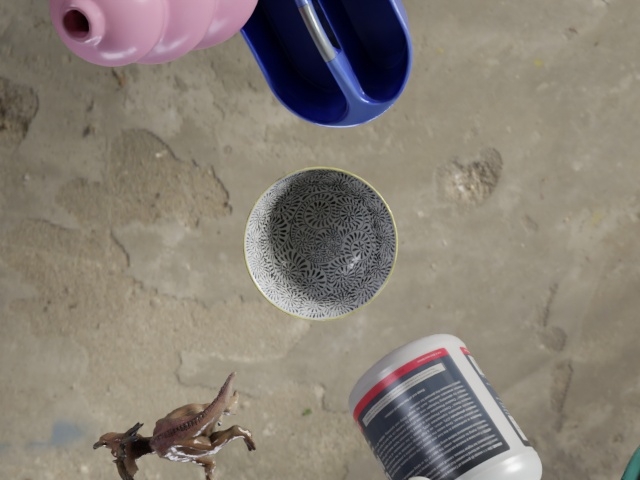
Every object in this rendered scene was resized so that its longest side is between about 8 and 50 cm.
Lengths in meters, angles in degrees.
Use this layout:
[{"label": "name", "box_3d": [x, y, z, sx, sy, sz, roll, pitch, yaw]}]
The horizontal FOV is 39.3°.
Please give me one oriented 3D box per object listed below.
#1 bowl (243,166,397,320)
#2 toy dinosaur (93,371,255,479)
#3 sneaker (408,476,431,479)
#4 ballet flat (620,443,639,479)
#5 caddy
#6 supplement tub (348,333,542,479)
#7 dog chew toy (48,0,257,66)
[{"label": "bowl", "box_3d": [0.000, 0.000, 1.013, 0.170, 0.080, 0.170, 0, 97, 0]}, {"label": "toy dinosaur", "box_3d": [-0.231, 0.312, 1.419, 0.200, 0.127, 0.295, 7, 144, -30]}, {"label": "sneaker", "box_3d": [0.050, 0.289, 0.858, 0.170, 0.075, 0.063, -27, 97, -10]}, {"label": "ballet flat", "box_3d": [0.263, 0.125, 0.529, 0.139, 0.400, 0.139, 7, 105, 27]}, {"label": "caddy", "box_3d": [0.005, -0.346, 1.410, 0.241, 0.179, 0.341, -22, 112, 19]}, {"label": "supplement tub", "box_3d": [0.176, 0.283, 1.215, 0.191, 0.272, 0.191, -24, 151, -14]}, {"label": "dog chew toy", "box_3d": [-0.204, -0.307, 1.084, 0.206, 0.332, 0.206, 10, 123, 17]}]
